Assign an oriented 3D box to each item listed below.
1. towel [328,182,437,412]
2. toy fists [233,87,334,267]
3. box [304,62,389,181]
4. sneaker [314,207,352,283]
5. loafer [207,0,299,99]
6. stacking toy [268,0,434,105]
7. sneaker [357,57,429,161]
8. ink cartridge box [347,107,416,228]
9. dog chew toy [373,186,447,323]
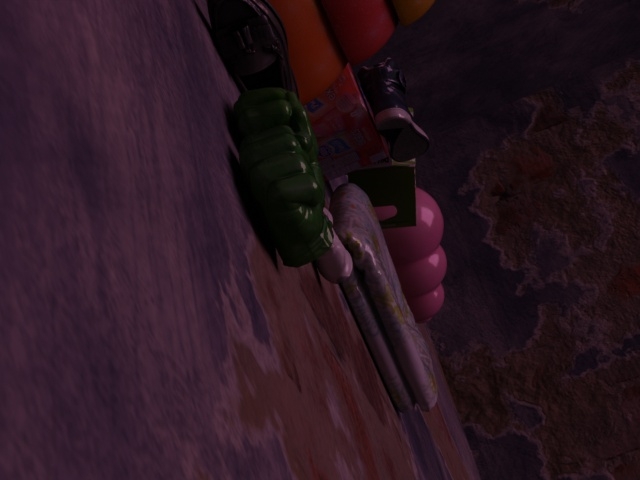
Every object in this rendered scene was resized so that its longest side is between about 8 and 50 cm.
[{"bbox_3d":[0.110,0.100,1.905,0.320,0.090,0.374,-94,160,-72],"label":"towel"},{"bbox_3d":[-0.045,-0.097,1.270,0.279,0.096,0.142,-100,165,-56],"label":"toy fists"},{"bbox_3d":[0.020,-0.240,2.019,0.300,0.154,0.142,44,24,-71],"label":"box"},{"bbox_3d":[0.000,0.000,1.538,0.061,0.054,0.152,44,17,-52],"label":"sneaker"},{"bbox_3d":[-0.084,-0.250,1.484,0.267,0.096,0.084,63,14,-51],"label":"loafer"},{"bbox_3d":[0.076,-0.436,1.670,0.350,0.480,0.350,-22,90,-84],"label":"stacking toy"},{"bbox_3d":[0.142,-0.257,2.008,0.226,0.086,0.163,50,22,-65],"label":"sneaker"},{"bbox_3d":[0.104,-0.152,2.224,0.097,0.189,0.255,1,86,-53],"label":"ink cartridge box"},{"bbox_3d":[0.202,0.042,2.426,0.206,0.207,0.331,-95,170,-69],"label":"dog chew toy"}]
